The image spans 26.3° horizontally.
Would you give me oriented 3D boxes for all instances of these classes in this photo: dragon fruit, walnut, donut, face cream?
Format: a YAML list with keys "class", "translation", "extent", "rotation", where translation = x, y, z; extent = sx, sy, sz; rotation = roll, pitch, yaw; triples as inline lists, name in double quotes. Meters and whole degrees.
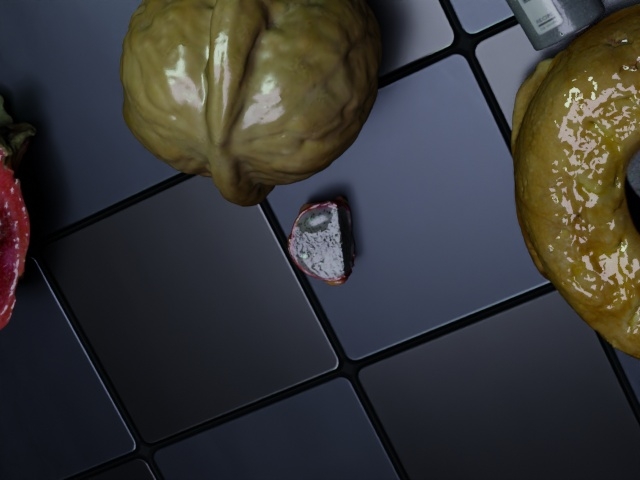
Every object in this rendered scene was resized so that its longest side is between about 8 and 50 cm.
- class: "dragon fruit"
  translation: [-0.372, -0.059, 1.372]
  extent: [0.211, 0.134, 0.262]
  rotation: [-45, 109, 8]
- class: "walnut"
  translation: [-0.061, -0.149, 1.203]
  extent: [0.224, 0.257, 0.257]
  rotation: [8, 108, 8]
- class: "donut"
  translation: [0.313, -0.049, 1.209]
  extent: [0.317, 0.150, 0.299]
  rotation: [42, 109, -4]
- class: "face cream"
  translation: [0.151, -0.303, 1.205]
  extent: [0.073, 0.073, 0.284]
  rotation: [-29, 99, 18]
- class: "dragon fruit"
  translation: [0.000, 0.000, 1.339]
  extent: [0.060, 0.056, 0.083]
  rotation: [-7, 101, 12]
